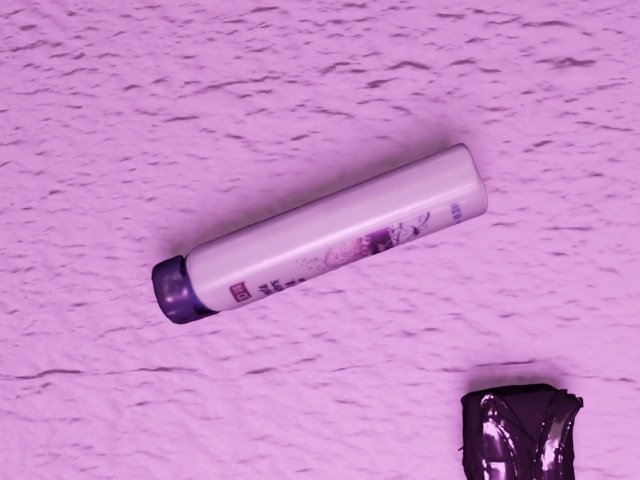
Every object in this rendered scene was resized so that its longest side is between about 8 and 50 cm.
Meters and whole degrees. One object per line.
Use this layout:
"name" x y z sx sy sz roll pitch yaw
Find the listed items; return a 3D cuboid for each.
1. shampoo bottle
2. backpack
"shampoo bottle" 0.000 0.000 0.960 0.359 0.134 0.078 -21 79 4
"backpack" 0.202 0.230 0.913 0.119 0.106 0.165 2 96 -16
